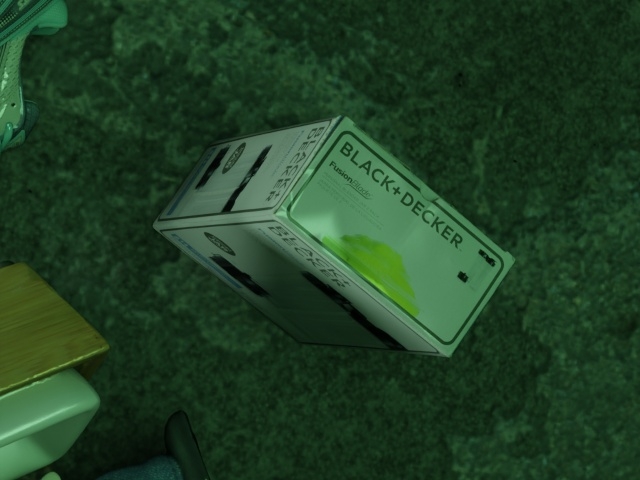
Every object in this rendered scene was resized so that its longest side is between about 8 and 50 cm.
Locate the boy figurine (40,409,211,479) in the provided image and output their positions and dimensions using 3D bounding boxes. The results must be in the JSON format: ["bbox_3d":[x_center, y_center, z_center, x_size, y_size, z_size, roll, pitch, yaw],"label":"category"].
[{"bbox_3d":[-0.211,0.232,1.456,0.285,0.177,0.092,-22,57,-5],"label":"boy figurine"}]

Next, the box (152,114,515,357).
[{"bbox_3d":[0.000,0.000,1.457,0.169,0.290,0.087,40,75,-17],"label":"box"}]

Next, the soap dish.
[{"bbox_3d":[-0.302,0.126,1.332,0.290,0.229,0.118,-21,80,-21],"label":"soap dish"}]

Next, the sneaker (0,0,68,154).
[{"bbox_3d":[-0.273,-0.086,1.449,0.122,0.110,0.283,28,79,-22],"label":"sneaker"}]
